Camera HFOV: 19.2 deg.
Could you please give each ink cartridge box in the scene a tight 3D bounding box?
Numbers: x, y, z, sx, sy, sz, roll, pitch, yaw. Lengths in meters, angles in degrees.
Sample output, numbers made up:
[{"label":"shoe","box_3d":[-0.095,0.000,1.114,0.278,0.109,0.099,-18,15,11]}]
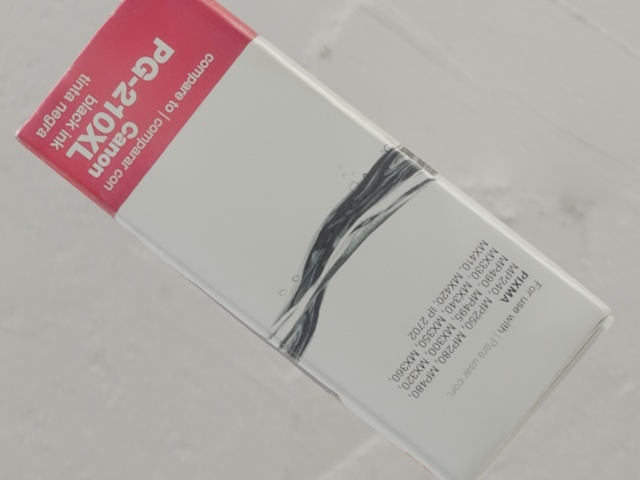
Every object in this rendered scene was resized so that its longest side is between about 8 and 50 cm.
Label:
[{"label":"ink cartridge box","box_3d":[0.000,0.000,0.832,0.237,0.172,0.100,38,-92,4]}]
